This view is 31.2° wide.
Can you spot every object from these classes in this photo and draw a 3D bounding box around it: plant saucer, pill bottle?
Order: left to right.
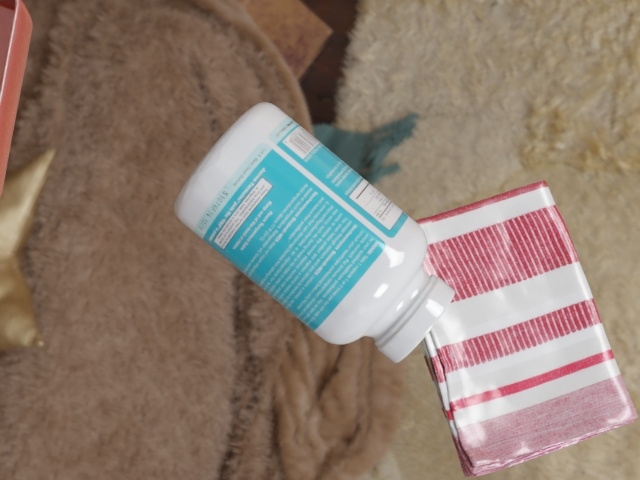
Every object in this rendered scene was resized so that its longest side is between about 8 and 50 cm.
[{"bbox_3d":[-0.416,-0.171,1.287,0.259,0.048,0.258,24,106,38],"label":"plant saucer"},{"bbox_3d":[0.000,0.000,1.104,0.264,0.146,0.146,40,97,0],"label":"pill bottle"}]

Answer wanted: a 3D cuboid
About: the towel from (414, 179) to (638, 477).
[{"bbox_3d":[0.239,0.106,1.439,0.237,0.037,0.329,-17,82,-12],"label":"towel"}]
